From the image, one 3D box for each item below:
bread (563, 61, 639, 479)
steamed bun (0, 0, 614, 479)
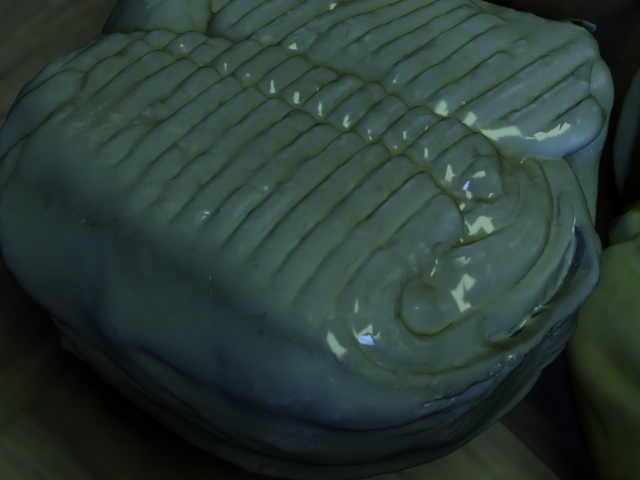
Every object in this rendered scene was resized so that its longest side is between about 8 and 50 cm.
[{"bbox_3d":[0.265,0.027,0.606,0.341,0.210,0.301,1,64,-19],"label":"bread"},{"bbox_3d":[0.001,-0.001,0.560,0.218,0.144,0.211,25,47,27],"label":"steamed bun"}]
